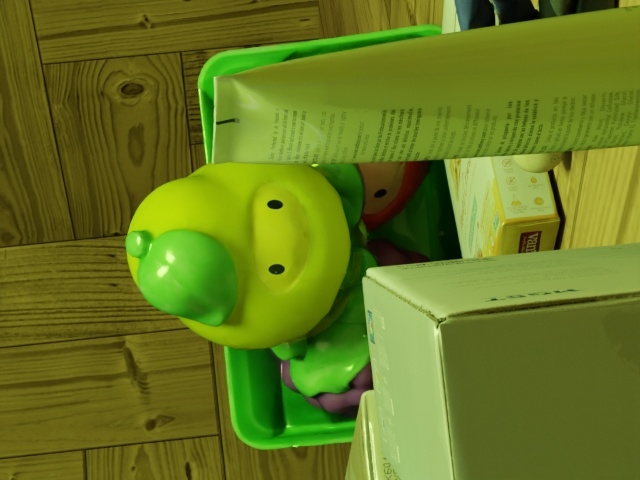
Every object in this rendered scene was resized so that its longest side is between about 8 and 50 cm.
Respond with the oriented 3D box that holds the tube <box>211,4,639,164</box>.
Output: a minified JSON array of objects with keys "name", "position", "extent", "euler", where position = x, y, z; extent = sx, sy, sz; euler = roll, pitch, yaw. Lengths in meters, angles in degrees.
[{"name":"tube","position":[0.074,-0.063,0.699],"extent":[0.062,0.240,0.070],"euler":[-107,11,-58]}]

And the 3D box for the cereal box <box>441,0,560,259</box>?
[{"name":"cereal box","position":[0.129,-0.059,1.284],"extent":[0.173,0.047,0.240],"euler":[90,173,-54]}]

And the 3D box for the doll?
[{"name":"doll","position":[0.118,-0.113,1.073],"extent":[0.129,0.046,0.189],"euler":[-56,-39,-28]}]

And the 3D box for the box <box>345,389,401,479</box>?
[{"name":"box","position":[0.100,0.217,1.420],"extent":[0.311,0.148,0.121],"euler":[99,166,-70]}]

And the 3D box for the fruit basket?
[{"name":"fruit basket","position":[0.000,0.000,1.491],"extent":[0.392,0.283,0.392],"euler":[-6,-90,-79]}]

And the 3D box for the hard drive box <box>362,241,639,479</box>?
[{"name":"hard drive box","position":[0.119,0.051,0.652],"extent":[0.232,0.181,0.089],"euler":[-149,53,-86]}]

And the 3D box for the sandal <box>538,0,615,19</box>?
[{"name":"sandal","position":[0.137,-0.168,0.971],"extent":[0.097,0.054,0.254],"euler":[-103,8,-60]}]
